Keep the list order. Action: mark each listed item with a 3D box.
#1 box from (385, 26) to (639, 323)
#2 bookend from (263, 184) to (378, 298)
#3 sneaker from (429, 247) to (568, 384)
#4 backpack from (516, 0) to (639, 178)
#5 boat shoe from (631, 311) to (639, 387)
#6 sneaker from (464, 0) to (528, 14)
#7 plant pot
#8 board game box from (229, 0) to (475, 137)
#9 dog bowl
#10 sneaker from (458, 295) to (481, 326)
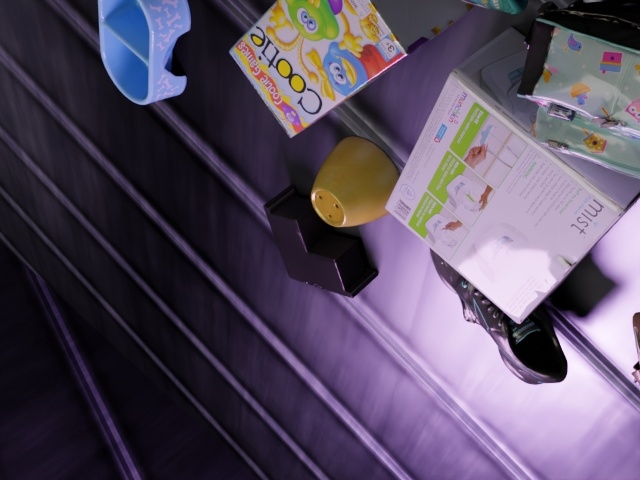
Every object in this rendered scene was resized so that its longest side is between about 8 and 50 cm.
[{"bbox_3d":[0.226,-0.065,0.940,0.231,0.127,0.262,41,148,14],"label":"box"},{"bbox_3d":[0.000,0.000,1.361,0.156,0.072,0.157,14,134,44],"label":"bookend"},{"bbox_3d":[0.244,0.076,1.063,0.267,0.101,0.106,53,180,-1],"label":"sneaker"},{"bbox_3d":[0.291,-0.136,0.726,0.188,0.166,0.144,19,115,34],"label":"backpack"},{"bbox_3d":[0.426,0.163,0.996,0.066,0.066,0.183,14,124,52],"label":"boat shoe"},{"bbox_3d":[0.202,-0.322,0.748,0.110,0.107,0.275,27,152,1],"label":"sneaker"},{"bbox_3d":[0.042,-0.073,1.202,0.134,0.095,0.134,34,146,26],"label":"plant pot"},{"bbox_3d":[0.031,-0.256,0.971,0.142,0.144,0.275,54,150,-8],"label":"board game box"},{"bbox_3d":[-0.309,-0.353,1.381,0.166,0.074,0.297,42,148,14],"label":"dog bowl"},{"bbox_3d":[0.251,0.108,1.162,0.170,0.063,0.075,54,153,-2],"label":"sneaker"}]
